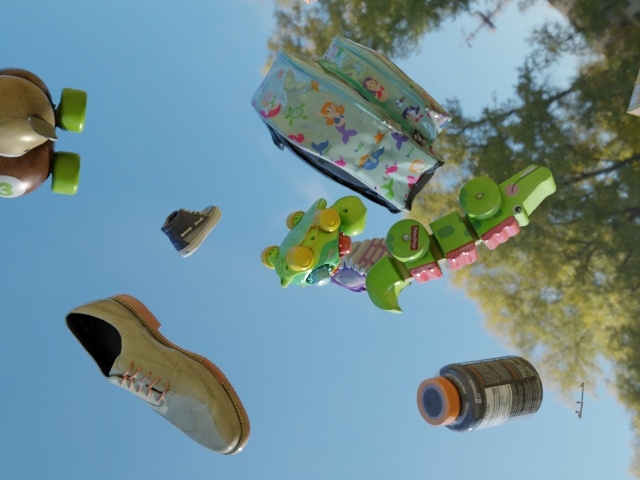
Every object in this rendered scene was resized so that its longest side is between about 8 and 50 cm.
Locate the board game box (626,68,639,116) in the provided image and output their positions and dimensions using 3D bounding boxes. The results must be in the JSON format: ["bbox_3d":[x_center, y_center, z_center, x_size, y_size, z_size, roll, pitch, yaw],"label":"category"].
[{"bbox_3d":[0.623,-0.373,1.103,0.064,0.317,0.242,16,-176,6],"label":"board game box"}]

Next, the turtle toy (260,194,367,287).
[{"bbox_3d":[0.000,0.000,0.709,0.066,0.095,0.130,42,-107,-20],"label":"turtle toy"}]

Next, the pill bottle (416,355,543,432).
[{"bbox_3d":[0.302,0.296,1.287,0.245,0.130,0.131,1,-129,-34],"label":"pill bottle"}]

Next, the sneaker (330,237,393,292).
[{"bbox_3d":[0.086,0.057,1.326,0.095,0.236,0.105,-47,-56,-31],"label":"sneaker"}]

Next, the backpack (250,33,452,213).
[{"bbox_3d":[0.038,-0.172,0.929,0.253,0.191,0.225,20,-161,-31],"label":"backpack"}]

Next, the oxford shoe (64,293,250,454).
[{"bbox_3d":[-0.298,0.247,1.178,0.397,0.141,0.146,34,-166,20],"label":"oxford shoe"}]

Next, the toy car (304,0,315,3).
[{"bbox_3d":[-0.048,-0.484,1.269,0.122,0.060,0.041,33,162,27],"label":"toy car"}]

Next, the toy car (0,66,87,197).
[{"bbox_3d":[-0.332,-0.114,0.709,0.154,0.149,0.188,6,-174,-23],"label":"toy car"}]

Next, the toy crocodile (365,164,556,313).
[{"bbox_3d":[0.218,-0.005,1.052,0.105,0.340,0.115,64,-169,28],"label":"toy crocodile"}]

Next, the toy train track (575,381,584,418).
[{"bbox_3d":[0.584,0.360,1.501,0.048,0.014,0.083,-19,-68,-62],"label":"toy train track"}]

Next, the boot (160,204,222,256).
[{"bbox_3d":[-0.290,-0.048,1.512,0.086,0.069,0.190,55,-152,-21],"label":"boot"}]
